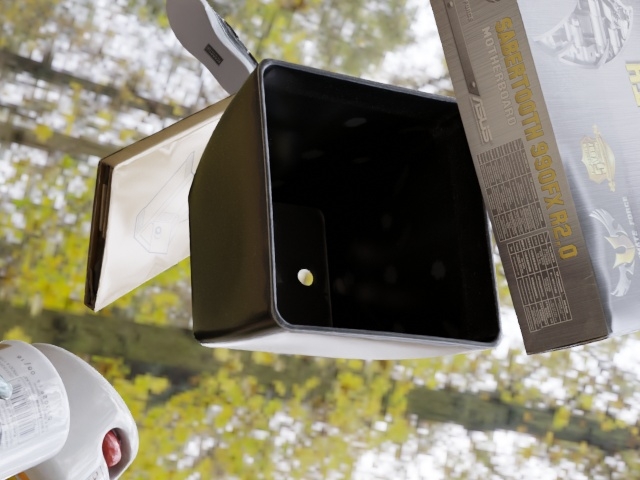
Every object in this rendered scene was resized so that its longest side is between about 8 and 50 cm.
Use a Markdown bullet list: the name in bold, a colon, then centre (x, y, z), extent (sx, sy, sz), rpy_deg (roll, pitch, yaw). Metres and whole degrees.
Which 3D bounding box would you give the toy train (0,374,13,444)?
- **toy train**: centre (-0.380, 0.105, 1.032), extent (0.334, 0.190, 0.142), rpy_deg (9, -111, 47)

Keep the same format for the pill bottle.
- **pill bottle**: centre (-0.368, 0.187, 1.308), extent (0.131, 0.229, 0.131), rpy_deg (13, -69, 37)

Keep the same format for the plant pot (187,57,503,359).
- **plant pot**: centre (0.000, 0.000, 0.982), extent (0.167, 0.188, 0.187), rpy_deg (-29, -120, 53)

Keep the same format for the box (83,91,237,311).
- **box**: centre (-0.141, -0.039, 1.279), extent (0.021, 0.201, 0.164), rpy_deg (30, -52, 23)

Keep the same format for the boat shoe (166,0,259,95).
- **boat shoe**: centre (-0.106, -0.201, 1.387), extent (0.049, 0.040, 0.142), rpy_deg (-43, -104, 27)

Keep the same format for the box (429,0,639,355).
- **box**: centre (0.155, -0.065, 0.747), extent (0.056, 0.183, 0.231), rpy_deg (-20, -99, 43)

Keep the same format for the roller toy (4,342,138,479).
- **roller toy**: centre (-0.321, 0.230, 1.573), extent (0.146, 0.191, 0.209), rpy_deg (-47, -167, -35)
